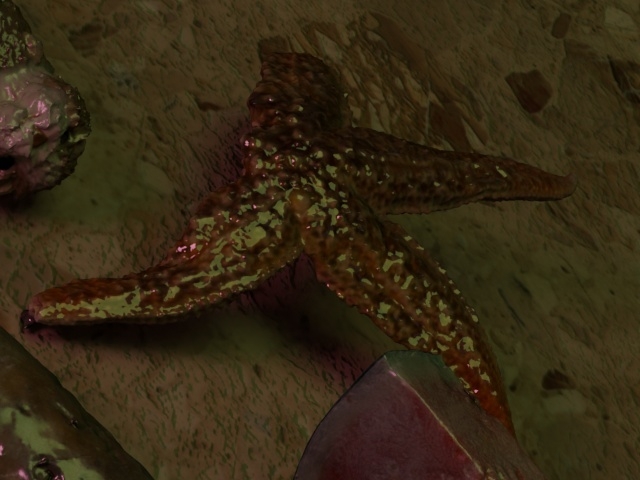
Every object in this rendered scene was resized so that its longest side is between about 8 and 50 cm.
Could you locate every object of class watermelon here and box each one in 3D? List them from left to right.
[{"bbox_3d":[0.108,0.217,1.285,0.148,0.226,0.318,-16,99,-58],"label":"watermelon"}]

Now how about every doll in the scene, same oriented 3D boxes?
[{"bbox_3d":[-0.254,-0.128,1.435,0.105,0.115,0.221,-35,84,-13],"label":"doll"}]

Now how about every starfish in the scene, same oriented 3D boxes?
[{"bbox_3d":[0.005,-0.009,1.530,0.384,0.132,0.398,28,38,-14],"label":"starfish"}]

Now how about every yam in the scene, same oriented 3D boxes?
[{"bbox_3d":[-0.188,0.133,1.223,0.194,0.107,0.107,45,35,8],"label":"yam"}]
